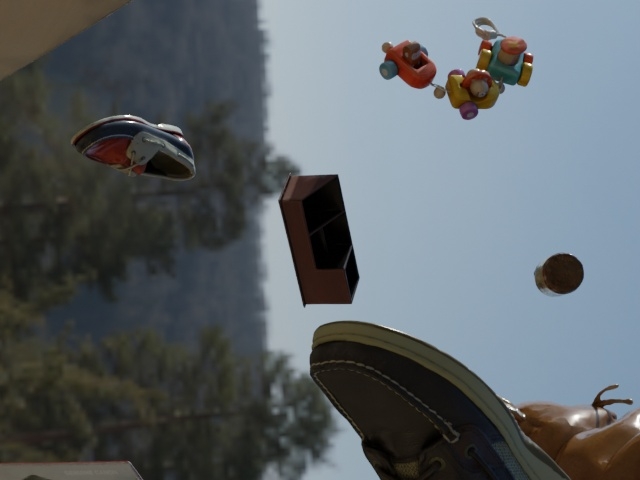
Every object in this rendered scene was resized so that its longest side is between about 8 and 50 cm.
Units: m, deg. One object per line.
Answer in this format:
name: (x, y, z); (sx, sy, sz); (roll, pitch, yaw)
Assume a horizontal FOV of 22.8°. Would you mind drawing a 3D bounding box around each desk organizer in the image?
desk organizer: (0.000, 0.000, 1.536); (0.047, 0.050, 0.130); (-71, 154, -51)

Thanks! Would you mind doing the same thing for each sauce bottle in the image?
sauce bottle: (0.233, 0.035, 1.562); (0.128, 0.042, 0.042); (60, 26, -84)

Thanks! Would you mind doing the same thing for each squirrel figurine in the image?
squirrel figurine: (0.285, 0.308, 1.794); (0.370, 0.397, 0.281); (27, -40, 53)

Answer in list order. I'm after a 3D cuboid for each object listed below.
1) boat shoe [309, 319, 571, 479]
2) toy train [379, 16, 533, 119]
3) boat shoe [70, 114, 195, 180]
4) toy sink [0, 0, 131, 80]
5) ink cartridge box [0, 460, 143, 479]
boat shoe: (0.071, 0.127, 0.888); (0.080, 0.223, 0.073); (-9, -132, 44)
toy train: (0.149, -0.192, 1.638); (0.125, 0.166, 0.046); (48, -35, 22)
boat shoe: (-0.156, -0.075, 1.348); (0.137, 0.049, 0.043); (3, 59, -58)
toy sink: (-0.251, -0.244, 1.256); (0.234, 0.152, 0.131); (-21, -133, 45)
ink cartridge box: (-0.226, 0.289, 1.613); (0.239, 0.275, 0.060); (61, 40, -29)
